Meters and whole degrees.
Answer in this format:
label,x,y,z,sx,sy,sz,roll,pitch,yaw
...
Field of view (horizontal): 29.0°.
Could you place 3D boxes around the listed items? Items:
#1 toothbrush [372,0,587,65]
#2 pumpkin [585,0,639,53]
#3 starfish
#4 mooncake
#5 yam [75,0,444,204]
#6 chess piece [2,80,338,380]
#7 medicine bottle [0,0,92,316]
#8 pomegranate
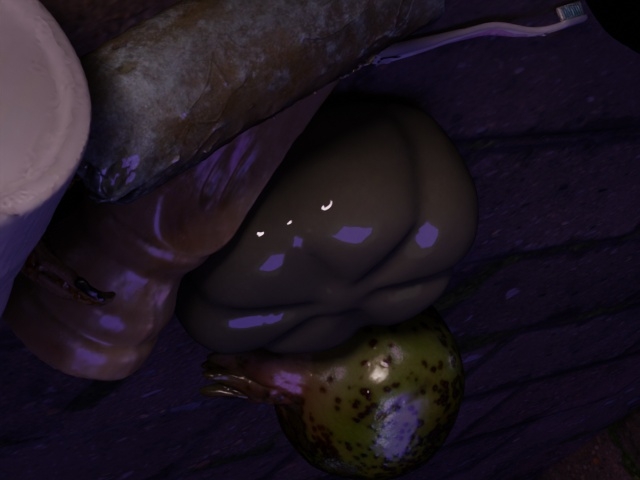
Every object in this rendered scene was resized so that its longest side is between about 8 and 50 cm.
label,x,y,z,sx,sy,sz,roll,pitch,yaw
toothbrush,0.126,-0.160,0.966,0.204,0.022,0.017,-16,172,-24
pumpkin,0.283,-0.227,0.779,0.248,0.248,0.248,-23,158,-10
starfish,-0.163,-0.020,0.771,0.190,0.146,0.074,-24,128,25
mooncake,0.000,0.000,1.035,0.275,0.135,0.275,-19,155,-9
yam,-0.046,-0.110,0.721,0.259,0.093,0.093,-34,161,-21
chess piece,-0.098,-0.043,0.872,0.301,0.137,0.137,-50,151,19
medicine bottle,-0.279,0.020,0.657,0.211,0.211,0.371,-7,151,-40
pomegranate,0.017,0.128,1.310,0.222,0.276,0.204,-55,-175,41
